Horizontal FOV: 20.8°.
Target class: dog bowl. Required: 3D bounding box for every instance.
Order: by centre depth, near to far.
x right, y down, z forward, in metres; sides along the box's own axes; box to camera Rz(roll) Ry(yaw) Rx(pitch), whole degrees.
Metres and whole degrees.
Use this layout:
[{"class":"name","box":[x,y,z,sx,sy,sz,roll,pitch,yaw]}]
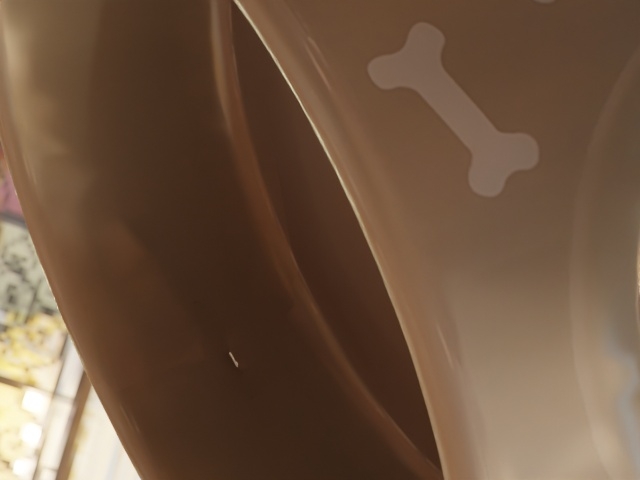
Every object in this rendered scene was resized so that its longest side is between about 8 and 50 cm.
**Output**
[{"class":"dog bowl","box":[0.000,0.000,0.546,0.349,0.102,0.348,48,-28,37]}]
